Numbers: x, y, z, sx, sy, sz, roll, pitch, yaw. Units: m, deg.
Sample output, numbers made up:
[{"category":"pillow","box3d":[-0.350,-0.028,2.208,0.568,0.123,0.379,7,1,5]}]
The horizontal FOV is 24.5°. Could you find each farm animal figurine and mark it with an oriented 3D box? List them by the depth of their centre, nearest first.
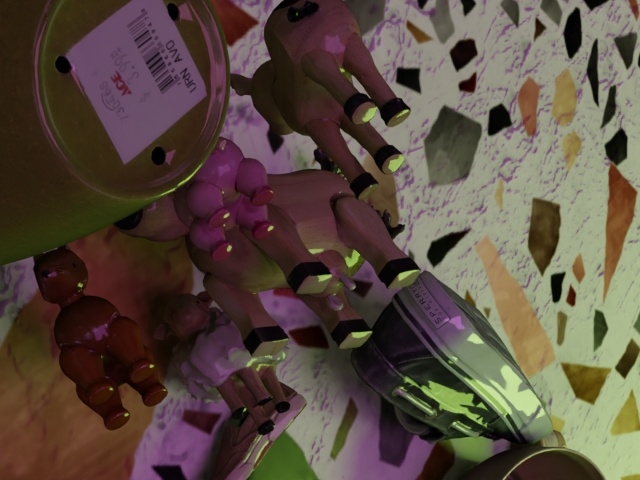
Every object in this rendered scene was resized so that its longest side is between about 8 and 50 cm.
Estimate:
[{"category":"farm animal figurine","box3d":[-0.055,-0.025,1.067,0.330,0.172,0.327,-44,151,14]}]

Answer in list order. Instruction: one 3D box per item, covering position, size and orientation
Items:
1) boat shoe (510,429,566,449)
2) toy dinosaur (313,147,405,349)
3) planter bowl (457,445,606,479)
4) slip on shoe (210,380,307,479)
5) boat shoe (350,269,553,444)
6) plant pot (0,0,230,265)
[{"category":"boat shoe","box3d":[0.236,0.278,1.525,0.059,0.063,0.170,-3,95,-40]},{"category":"toy dinosaur","box3d":[0.000,0.000,1.266,0.118,0.064,0.268,-50,129,-10]},{"category":"planter bowl","box3d":[0.190,0.273,1.433,0.162,0.109,0.162,-2,94,-30]},{"category":"slip on shoe","box3d":[-0.066,0.172,1.228,0.041,0.051,0.135,39,69,4]},{"category":"boat shoe","box3d":[0.116,0.127,1.360,0.119,0.121,0.335,-36,145,7]},{"category":"plant pot","box3d":[-0.201,-0.099,0.886,0.275,0.293,0.274,-4,95,-45]}]
